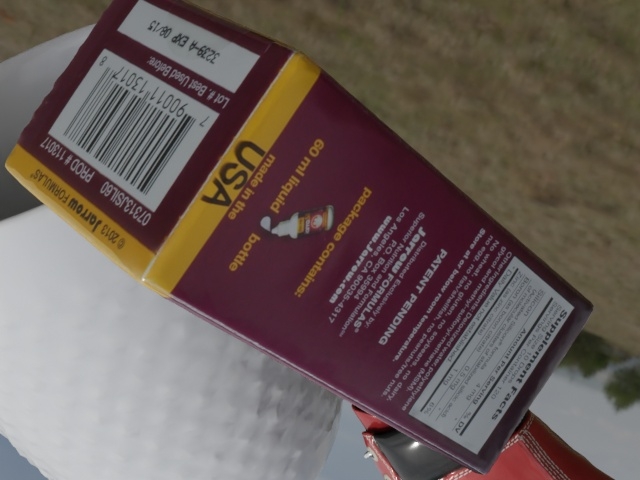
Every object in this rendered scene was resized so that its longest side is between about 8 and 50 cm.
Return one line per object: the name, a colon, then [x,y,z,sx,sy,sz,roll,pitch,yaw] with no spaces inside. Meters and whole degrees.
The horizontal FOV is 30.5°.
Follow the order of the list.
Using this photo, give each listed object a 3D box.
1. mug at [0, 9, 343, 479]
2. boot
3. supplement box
mug: [-0.152,0.034,0.873,0.374,0.276,0.328,21,142,49]
boot: [0.058,0.172,0.659,0.176,0.244,0.088,43,-145,1]
supplement box: [0.000,0.000,0.416,0.188,0.081,0.104,35,179,-43]
